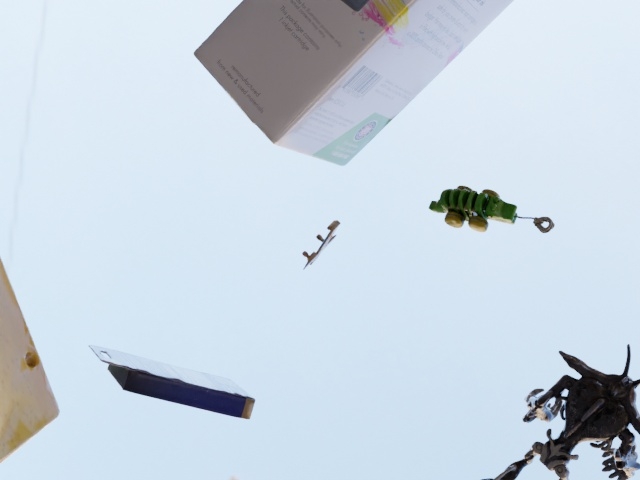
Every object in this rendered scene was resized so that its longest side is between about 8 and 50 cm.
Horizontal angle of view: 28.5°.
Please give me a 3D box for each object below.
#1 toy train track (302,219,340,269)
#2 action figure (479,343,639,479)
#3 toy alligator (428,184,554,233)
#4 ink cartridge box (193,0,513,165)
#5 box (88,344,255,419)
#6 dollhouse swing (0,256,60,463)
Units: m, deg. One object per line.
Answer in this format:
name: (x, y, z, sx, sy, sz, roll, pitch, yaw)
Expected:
toy train track: (0.000, 0.000, 1.195, 0.014, 0.048, 0.083, 42, -30, 5)
action figure: (0.305, 0.243, 1.534, 0.164, 0.141, 0.276, 45, -79, 17)
toy alligator: (0.229, -0.046, 1.740, 0.189, 0.051, 0.056, 10, -116, 32)
ink cartridge box: (0.078, -0.236, 1.125, 0.353, 0.207, 0.119, -44, -105, 12)
box: (-0.216, 0.199, 1.778, 0.136, 0.225, 0.036, 18, -90, 71)
dollhouse swing: (-0.456, 0.163, 1.060, 0.305, 0.347, 0.315, -14, -79, 25)
